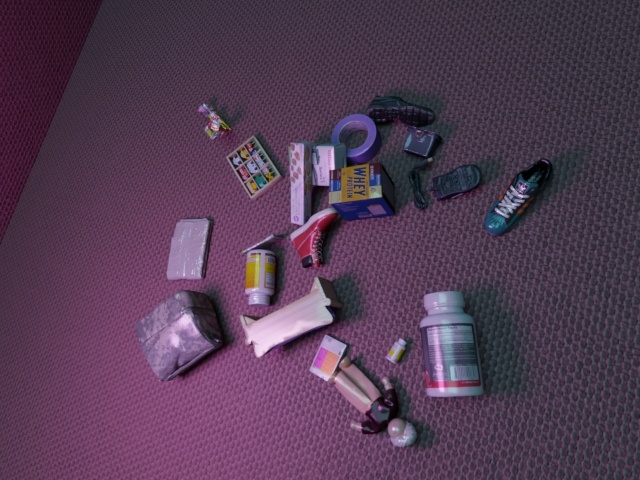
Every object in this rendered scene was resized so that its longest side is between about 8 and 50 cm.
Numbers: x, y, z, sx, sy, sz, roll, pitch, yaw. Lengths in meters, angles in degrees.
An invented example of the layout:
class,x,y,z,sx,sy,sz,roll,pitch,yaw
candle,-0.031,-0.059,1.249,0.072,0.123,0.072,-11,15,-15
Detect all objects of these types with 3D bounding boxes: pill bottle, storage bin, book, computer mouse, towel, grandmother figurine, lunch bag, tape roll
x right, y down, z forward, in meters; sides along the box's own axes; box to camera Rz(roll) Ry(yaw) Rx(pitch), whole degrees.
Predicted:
class,x,y,z,sx,sy,sz,roll,pitch,yaw
pill bottle,0.411,0.330,1.467,0.176,0.176,0.319,-9,71,20
storage bin,0.380,-0.369,1.750,0.135,0.098,0.091,23,94,27
book,0.029,0.429,1.679,0.096,0.035,0.144,22,83,30
computer mouse,0.454,-0.231,1.693,0.262,0.060,0.184,-25,70,27
towel,-0.236,0.014,1.872,0.152,0.113,0.023,-27,79,13
grandmother figurine,0.176,0.556,1.542,0.342,0.104,0.208,37,99,30
pill bottle,-0.239,0.151,1.828,0.117,0.117,0.215,-6,72,21
lunch bag,-0.556,0.383,1.836,0.305,0.212,0.256,-34,63,10
pill bottle,0.265,0.380,1.587,0.043,0.043,0.083,32,88,27
towel,-0.581,0.038,2.045,0.187,0.049,0.283,-2,73,23
tape roll,0.145,-0.408,1.862,0.188,0.080,0.189,-7,71,21

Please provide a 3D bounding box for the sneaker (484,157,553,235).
class,x,y,z,sx,sy,sz,roll,pitch,yaw
sneaker,0.659,-0.153,1.544,0.108,0.121,0.302,41,92,28

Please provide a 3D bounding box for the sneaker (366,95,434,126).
class,x,y,z,sx,sy,sz,roll,pitch,yaw
sneaker,0.318,-0.523,1.814,0.267,0.101,0.106,12,59,14

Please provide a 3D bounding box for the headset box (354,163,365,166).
class,x,y,z,sx,sy,sz,roll,pitch,yaw
headset box,0.157,-0.264,1.838,0.062,0.032,0.083,17,83,26

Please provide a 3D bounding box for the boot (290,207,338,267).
class,x,y,z,sx,sy,sz,roll,pitch,yaw
boot,0.000,0.000,1.772,0.244,0.088,0.176,-39,62,33

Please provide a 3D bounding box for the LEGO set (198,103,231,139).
class,x,y,z,sx,sy,sz,roll,pitch,yaw
LEGO set,-0.499,-0.523,2.138,0.107,0.132,0.287,-45,41,11

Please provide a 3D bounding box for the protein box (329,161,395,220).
class,x,y,z,sx,sy,sz,roll,pitch,yaw
protein box,0.158,-0.176,1.715,0.199,0.201,0.136,-6,72,21

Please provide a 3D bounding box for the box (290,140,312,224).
class,x,y,z,sx,sy,sz,roll,pitch,yaw
box,-0.075,-0.225,1.810,0.063,0.067,0.324,13,113,29

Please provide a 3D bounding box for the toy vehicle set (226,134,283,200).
class,x,y,z,sx,sy,sz,roll,pitch,yaw
toy vehicle set,-0.294,-0.324,2.044,0.166,0.035,0.267,-38,64,8

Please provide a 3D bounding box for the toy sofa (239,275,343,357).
class,x,y,z,sx,sy,sz,roll,pitch,yaw
toy sofa,-0.101,0.292,1.709,0.362,0.150,0.177,-29,70,12

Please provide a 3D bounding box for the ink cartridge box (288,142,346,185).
class,x,y,z,sx,sy,sz,roll,pitch,yaw
ink cartridge box,-0.011,-0.304,1.839,0.219,0.092,0.160,6,109,32
